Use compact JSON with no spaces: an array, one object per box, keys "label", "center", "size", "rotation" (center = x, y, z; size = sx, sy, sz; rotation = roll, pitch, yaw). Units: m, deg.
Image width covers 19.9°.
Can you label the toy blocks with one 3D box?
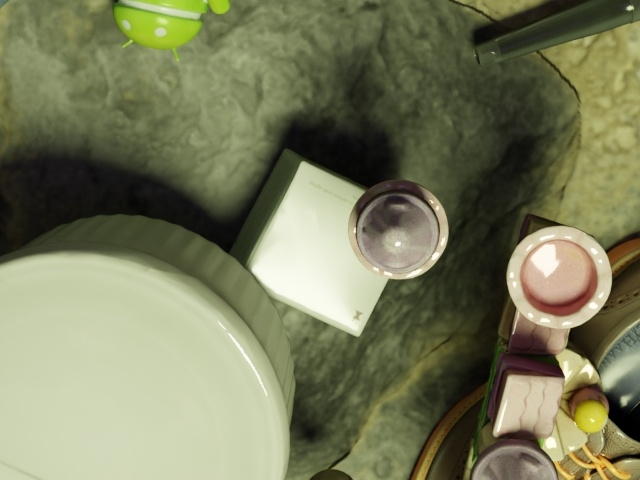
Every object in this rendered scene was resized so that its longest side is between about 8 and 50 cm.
[{"label":"toy blocks","center":[0.143,0.122,1.178],"size":[0.309,0.260,0.288],"rotation":[13,97,2]}]

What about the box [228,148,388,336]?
[{"label":"box","center":[0.000,0.000,1.341],"size":[0.101,0.087,0.102],"rotation":[26,95,-12]}]

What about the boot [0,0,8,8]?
[{"label":"boot","center":[-0.226,-0.243,1.284],"size":[0.219,0.082,0.106],"rotation":[-44,125,-3]}]

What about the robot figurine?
[{"label":"robot figurine","center":[-0.111,-0.189,1.301],"size":[0.101,0.067,0.115],"rotation":[14,99,17]}]

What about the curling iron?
[{"label":"curling iron","center":[0.238,-0.195,1.370],"size":[0.274,0.035,0.068],"rotation":[-27,99,-4]}]

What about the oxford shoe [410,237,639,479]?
[{"label":"oxford shoe","center":[0.176,0.156,1.372],"size":[0.130,0.133,0.363],"rotation":[34,94,-13]}]

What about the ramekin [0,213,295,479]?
[{"label":"ramekin","center":[-0.142,0.106,1.280],"size":[0.273,0.127,0.273],"rotation":[5,115,11]}]
